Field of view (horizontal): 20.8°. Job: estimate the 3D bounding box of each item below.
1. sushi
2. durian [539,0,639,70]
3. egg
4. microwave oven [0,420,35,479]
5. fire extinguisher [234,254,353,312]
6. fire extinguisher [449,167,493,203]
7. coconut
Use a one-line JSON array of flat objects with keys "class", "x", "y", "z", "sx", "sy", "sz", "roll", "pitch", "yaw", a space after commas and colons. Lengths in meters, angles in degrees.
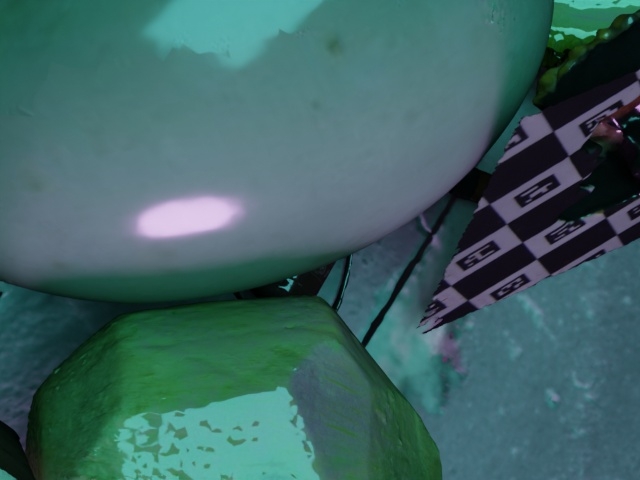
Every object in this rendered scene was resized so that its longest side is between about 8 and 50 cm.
[{"class": "sushi", "x": 0.177, "y": -0.063, "z": 1.021, "sx": 0.264, "sy": 0.290, "sz": 0.050, "roll": -23, "pitch": 70, "yaw": -16}, {"class": "durian", "x": 0.277, "y": -0.131, "z": 1.131, "sx": 0.375, "sy": 0.106, "sz": 0.132, "roll": -4, "pitch": 83, "yaw": -16}, {"class": "egg", "x": -0.062, "y": -0.109, "z": 0.939, "sx": 0.388, "sy": 0.276, "sz": 0.276, "roll": -18, "pitch": 90, "yaw": -11}, {"class": "microwave oven", "x": -0.362, "y": 0.095, "z": 0.807, "sx": 0.394, "sy": 0.333, "sz": 0.247, "roll": 36, "pitch": 84, "yaw": -10}, {"class": "fire extinguisher", "x": 0.000, "y": 0.000, "z": 1.072, "sx": 0.078, "sy": 0.045, "sz": 0.157, "roll": 39, "pitch": 73, "yaw": -32}, {"class": "fire extinguisher", "x": 0.124, "y": -0.027, "z": 1.118, "sx": 0.083, "sy": 0.028, "sz": 0.022, "roll": 20, "pitch": 48, "yaw": -13}, {"class": "coconut", "x": -0.045, "y": 0.135, "z": 0.959, "sx": 0.235, "sy": 0.204, "sz": 0.236, "roll": -1, "pitch": 98, "yaw": -11}]
